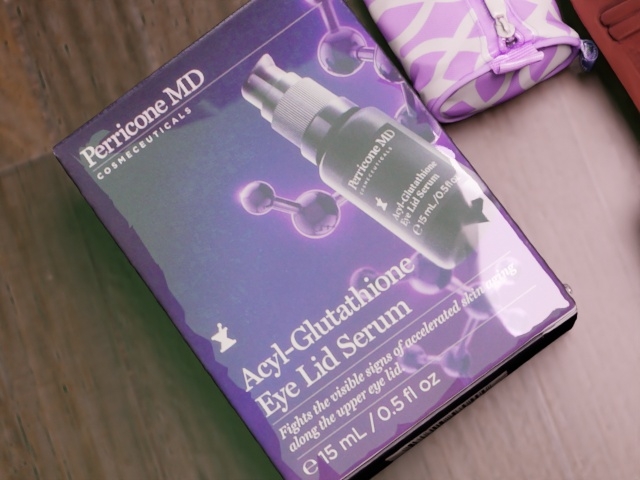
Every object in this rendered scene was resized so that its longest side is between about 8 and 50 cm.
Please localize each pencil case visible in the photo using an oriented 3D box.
[{"bbox_3d":[0.049,-0.156,0.810,0.086,0.088,0.206,-28,79,2],"label":"pencil case"}]

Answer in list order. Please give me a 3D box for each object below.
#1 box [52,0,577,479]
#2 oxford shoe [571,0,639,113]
[{"bbox_3d":[0.000,0.000,0.784,0.153,0.108,0.207,-38,80,1],"label":"box"},{"bbox_3d":[0.202,-0.117,0.777,0.130,0.123,0.348,-11,88,-40],"label":"oxford shoe"}]
